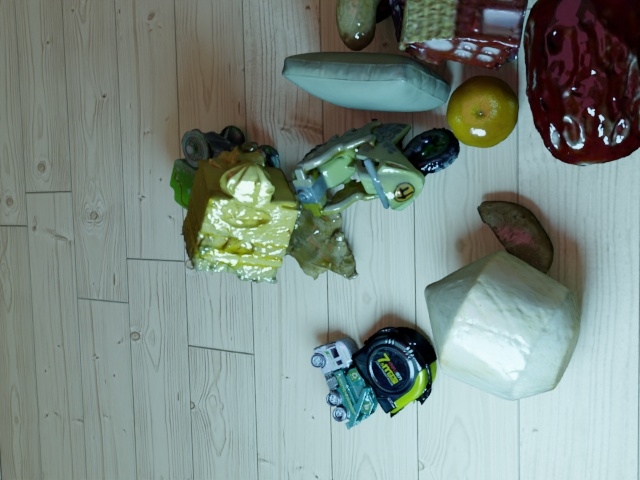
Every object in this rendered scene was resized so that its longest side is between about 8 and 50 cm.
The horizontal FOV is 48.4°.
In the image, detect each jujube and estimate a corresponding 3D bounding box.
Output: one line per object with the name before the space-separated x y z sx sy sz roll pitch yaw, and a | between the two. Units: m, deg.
jujube | 0.513 -0.331 1.334 0.259 0.258 0.376 -4 91 33

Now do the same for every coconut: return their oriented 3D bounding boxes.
coconut | 0.356 0.167 1.457 0.329 0.329 0.328 3 96 33

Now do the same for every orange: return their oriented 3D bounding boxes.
orange | 0.347 -0.275 1.525 0.155 0.134 0.154 2 102 10

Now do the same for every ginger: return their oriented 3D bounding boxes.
ginger | 0.000 0.000 1.777 0.270 0.123 0.218 29 118 19

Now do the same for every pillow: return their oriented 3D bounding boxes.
pillow | 0.104 -0.356 1.593 0.323 0.255 0.119 12 96 32

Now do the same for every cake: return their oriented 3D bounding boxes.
cake | -0.181 -0.078 1.664 0.227 0.223 0.285 -120 43 -55

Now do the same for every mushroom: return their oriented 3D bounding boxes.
mushroom | 0.427 -0.016 1.524 0.094 0.072 0.209 -37 74 21

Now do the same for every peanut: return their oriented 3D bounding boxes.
peanut | 0.087 -0.526 1.548 0.095 0.108 0.225 8 94 41

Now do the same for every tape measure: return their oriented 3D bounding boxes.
tape measure | 0.190 0.299 1.686 0.186 0.112 0.199 -43 77 36

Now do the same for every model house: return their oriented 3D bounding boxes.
model house | 0.269 -0.461 1.425 0.254 0.160 0.195 8 86 2

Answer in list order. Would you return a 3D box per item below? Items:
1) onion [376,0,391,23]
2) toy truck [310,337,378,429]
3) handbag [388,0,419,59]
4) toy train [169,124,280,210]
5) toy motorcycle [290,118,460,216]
onion | 0.105 -0.580 1.667 0.140 0.150 0.149 -149 63 -71
toy truck | 0.072 0.348 1.773 0.116 0.110 0.215 -27 79 19
handbag | 0.217 -0.521 1.561 0.113 0.162 0.260 -8 93 31
toy train | -0.254 -0.163 1.904 0.307 0.174 0.248 34 120 26
toy motorcycle | 0.108 -0.164 1.635 0.410 0.237 0.168 0 130 36
